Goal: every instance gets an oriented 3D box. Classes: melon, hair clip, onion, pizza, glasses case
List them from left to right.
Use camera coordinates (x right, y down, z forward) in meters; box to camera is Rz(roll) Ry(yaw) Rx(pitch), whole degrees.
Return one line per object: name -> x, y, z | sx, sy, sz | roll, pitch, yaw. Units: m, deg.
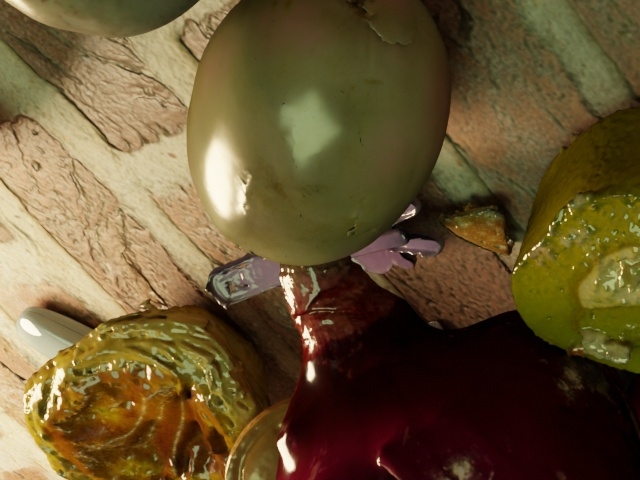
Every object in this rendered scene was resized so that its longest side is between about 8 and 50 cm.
glasses case -> -0.302, 0.138, 2.026 | 0.178, 0.045, 0.067 | 26, 145, 0
melon -> -0.004, -0.106, 1.393 | 0.223, 0.223, 0.317 | 25, 145, 3
hair clip -> 0.003, -0.007, 1.634 | 0.278, 0.090, 0.137 | -17, 113, 34
onion -> 0.082, 0.180, 1.578 | 0.420, 0.398, 0.398 | 49, 142, 0
pizza -> 0.164, -0.018, 1.558 | 0.083, 0.025, 0.078 | 27, 149, -12

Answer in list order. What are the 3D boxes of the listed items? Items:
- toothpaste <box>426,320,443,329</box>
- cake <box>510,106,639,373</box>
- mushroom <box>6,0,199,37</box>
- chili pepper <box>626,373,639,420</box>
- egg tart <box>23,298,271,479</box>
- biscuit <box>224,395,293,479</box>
toothpaste -> 0.164, 0.185, 1.793 | 0.089, 0.057, 0.234 | -21, 117, 42
cake -> 0.279, -0.002, 1.408 | 0.179, 0.156, 0.260 | 21, 143, -3
mushroom -> -0.192, -0.295, 1.318 | 0.243, 0.243, 0.243 | 17, 143, 13
chili pepper -> 0.350, 0.218, 1.674 | 0.110, 0.110, 0.387 | 18, 138, 12
egg tart -> -0.190, 0.196, 1.915 | 0.339, 0.153, 0.351 | -13, 132, 26
biscuit -> 0.037, 0.274, 1.799 | 0.288, 0.044, 0.202 | 13, 101, -6
